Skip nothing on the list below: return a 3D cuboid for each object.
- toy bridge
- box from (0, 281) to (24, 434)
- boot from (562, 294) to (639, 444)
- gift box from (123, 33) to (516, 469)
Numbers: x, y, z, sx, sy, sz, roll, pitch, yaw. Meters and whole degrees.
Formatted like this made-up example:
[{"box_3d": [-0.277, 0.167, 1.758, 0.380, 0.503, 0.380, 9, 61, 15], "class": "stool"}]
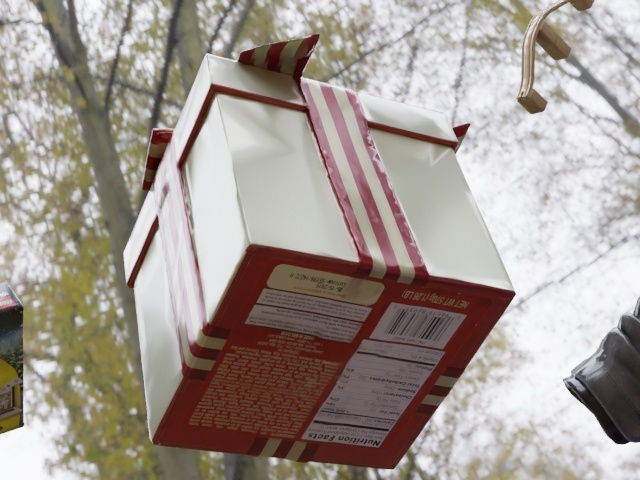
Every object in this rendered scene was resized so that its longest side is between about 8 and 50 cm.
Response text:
[{"box_3d": [0.287, -0.252, 1.474, 0.063, 0.026, 0.188, 37, -112, -28], "class": "toy bridge"}, {"box_3d": [-0.395, 0.141, 1.103, 0.233, 0.044, 0.159, -16, -49, -33], "class": "box"}, {"box_3d": [0.370, 0.125, 0.895, 0.223, 0.338, 0.118, -59, -6, -1], "class": "boot"}, {"box_3d": [0.000, 0.000, 0.955, 0.255, 0.258, 0.276, 15, -54, -27], "class": "gift box"}]
